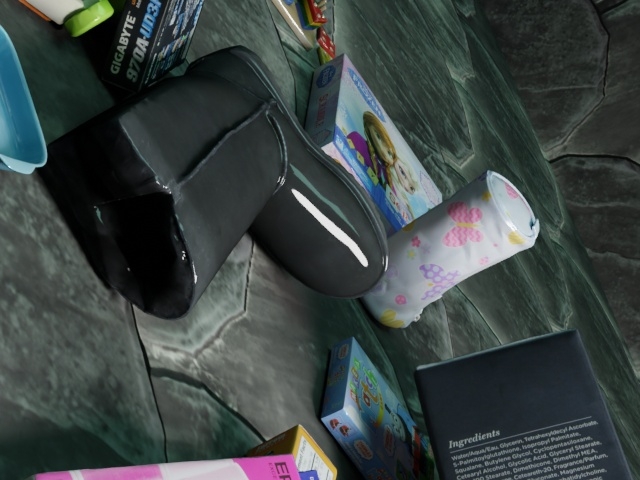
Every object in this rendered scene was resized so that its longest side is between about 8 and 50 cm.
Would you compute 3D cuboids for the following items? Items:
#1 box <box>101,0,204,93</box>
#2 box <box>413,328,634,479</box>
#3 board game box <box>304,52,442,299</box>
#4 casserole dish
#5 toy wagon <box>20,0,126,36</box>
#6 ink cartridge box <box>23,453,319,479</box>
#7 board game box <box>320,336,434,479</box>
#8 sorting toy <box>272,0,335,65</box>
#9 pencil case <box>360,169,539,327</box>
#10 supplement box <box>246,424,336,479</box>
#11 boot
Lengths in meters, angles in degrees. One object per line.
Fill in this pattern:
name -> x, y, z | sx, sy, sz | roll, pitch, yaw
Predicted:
box -> -0.171, -0.292, 1.557 | 0.051, 0.220, 0.175 | 23, 23, 3
box -> 0.268, 0.360, 1.603 | 0.293, 0.212, 0.395 | 72, 4, -50
board game box -> 0.089, -0.098, 2.152 | 0.318, 0.066, 0.318 | 53, 22, -25
casserole dish -> -0.314, -0.138, 1.250 | 0.114, 0.037, 0.188 | 17, 48, -63
toy wagon -> -0.316, -0.348, 1.471 | 0.267, 0.068, 0.344 | 58, 21, -11
ink cartridge box -> -0.084, 0.272, 1.118 | 0.371, 0.069, 0.175 | 7, 57, -50
board game box -> 0.076, 0.248, 1.718 | 0.211, 0.039, 0.160 | 54, 21, -22
sorting toy -> -0.030, -0.398, 2.274 | 0.274, 0.046, 0.132 | 53, 22, -26
pencil case -> 0.174, 0.016, 1.924 | 0.124, 0.273, 0.113 | 58, 25, 7
supplement box -> -0.045, 0.282, 1.320 | 0.080, 0.078, 0.233 | 54, 21, -16
boot -> -0.087, -0.023, 1.496 | 0.367, 0.146, 0.445 | 52, 18, -7
